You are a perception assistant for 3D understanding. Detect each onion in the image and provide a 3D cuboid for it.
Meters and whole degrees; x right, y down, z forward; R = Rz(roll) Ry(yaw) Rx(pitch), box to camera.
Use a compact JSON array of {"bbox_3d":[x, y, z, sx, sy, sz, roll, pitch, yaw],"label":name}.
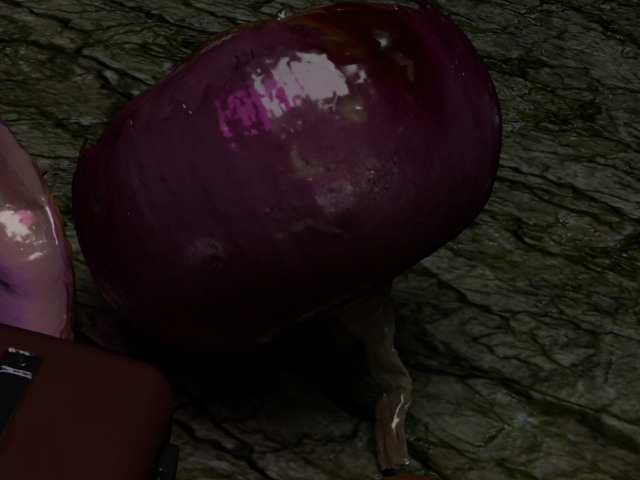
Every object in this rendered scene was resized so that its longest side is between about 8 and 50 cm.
[{"bbox_3d":[-0.015,-0.035,1.556,0.358,0.345,0.358,-19,28,11],"label":"onion"}]

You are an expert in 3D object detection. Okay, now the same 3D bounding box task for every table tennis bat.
[{"bbox_3d":[-0.004,0.052,1.680,0.087,0.013,0.156,-1,33,-22],"label":"table tennis bat"}]

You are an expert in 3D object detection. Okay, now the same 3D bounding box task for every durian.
[{"bbox_3d":[-0.280,0.022,1.520,0.112,0.191,0.341,-26,52,12],"label":"durian"}]

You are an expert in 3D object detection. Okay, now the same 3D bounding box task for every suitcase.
[{"bbox_3d":[-0.226,0.187,1.236,0.236,0.161,0.297,14,30,1],"label":"suitcase"}]

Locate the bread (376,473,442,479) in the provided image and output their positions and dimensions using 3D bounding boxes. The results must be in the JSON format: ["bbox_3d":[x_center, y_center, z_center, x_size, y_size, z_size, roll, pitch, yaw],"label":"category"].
[{"bbox_3d":[0.131,0.287,1.212,0.195,0.148,0.344,-20,44,-41],"label":"bread"}]
